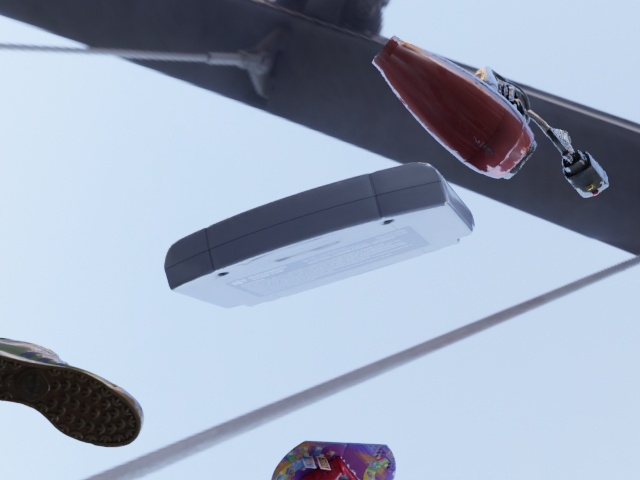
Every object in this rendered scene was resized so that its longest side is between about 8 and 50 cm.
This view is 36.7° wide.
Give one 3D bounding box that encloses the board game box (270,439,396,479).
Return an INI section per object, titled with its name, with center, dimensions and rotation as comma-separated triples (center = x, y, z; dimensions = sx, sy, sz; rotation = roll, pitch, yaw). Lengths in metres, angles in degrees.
[board game box]
center = 0.020, 0.320, 1.242
dimensions = 0.033, 0.169, 0.133
rotation = -112, -146, -57

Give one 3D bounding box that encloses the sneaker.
[sneaker]
center = -0.254, 0.135, 0.927
dimensions = 0.192, 0.086, 0.064
rotation = 19, -83, -1

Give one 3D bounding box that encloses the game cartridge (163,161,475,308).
[game cartridge]
center = 0.000, 0.000, 0.990
dimensions = 0.294, 0.196, 0.060
rotation = -18, -103, 14

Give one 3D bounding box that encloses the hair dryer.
[hair dryer]
center = 0.170, -0.143, 1.069
dimensions = 0.080, 0.293, 0.223
rotation = -53, -138, 19
